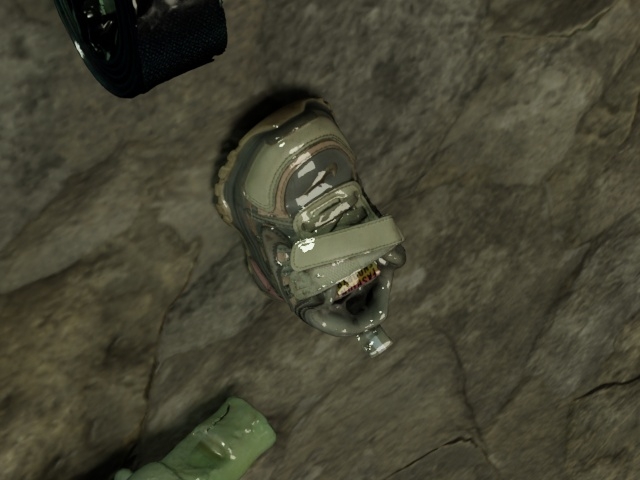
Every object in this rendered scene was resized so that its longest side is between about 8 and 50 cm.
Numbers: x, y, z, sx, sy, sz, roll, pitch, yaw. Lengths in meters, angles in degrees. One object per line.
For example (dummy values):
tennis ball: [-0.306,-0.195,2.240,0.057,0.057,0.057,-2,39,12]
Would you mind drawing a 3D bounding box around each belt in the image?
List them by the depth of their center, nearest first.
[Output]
belt: [-0.092,-0.129,0.756,0.058,0.105,0.140,-27,133,-21]

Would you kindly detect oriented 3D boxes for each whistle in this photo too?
whistle: [-0.130,0.200,1.075,0.258,0.126,0.067,-43,147,-25]

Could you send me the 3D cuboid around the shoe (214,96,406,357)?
shoe: [0.000,0.000,0.997,0.089,0.092,0.180,-31,144,-15]
